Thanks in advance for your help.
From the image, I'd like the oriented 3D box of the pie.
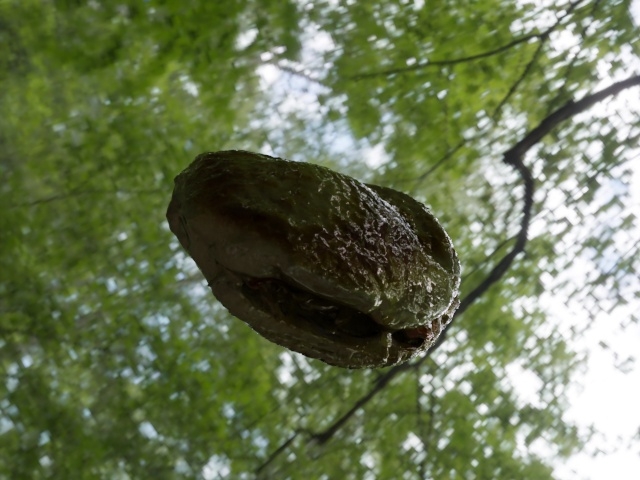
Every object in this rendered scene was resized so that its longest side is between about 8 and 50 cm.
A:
[{"bbox_3d":[0.000,0.000,0.752,0.205,0.179,0.084,17,-58,-24],"label":"pie"}]
